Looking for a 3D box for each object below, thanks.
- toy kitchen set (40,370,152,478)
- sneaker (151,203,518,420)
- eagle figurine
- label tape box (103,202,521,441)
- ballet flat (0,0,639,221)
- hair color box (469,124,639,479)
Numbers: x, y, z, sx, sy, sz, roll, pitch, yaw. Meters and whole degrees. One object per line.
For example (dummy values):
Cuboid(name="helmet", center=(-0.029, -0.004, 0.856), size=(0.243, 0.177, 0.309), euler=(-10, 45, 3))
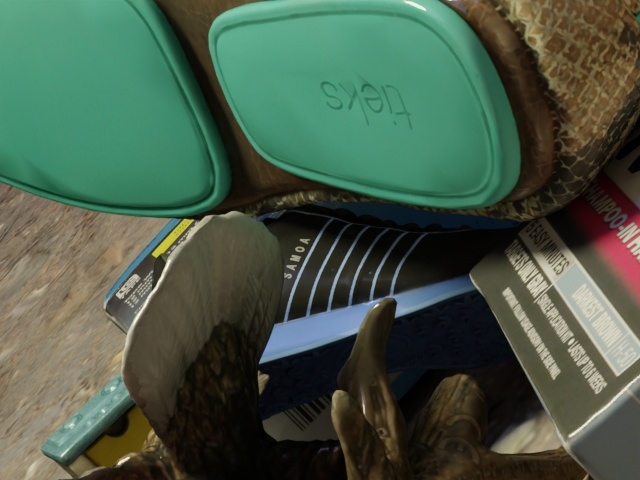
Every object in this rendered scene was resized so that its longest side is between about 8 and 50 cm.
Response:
Cuboid(name="toy kitchen set", center=(-0.126, 0.140, 1.031), size=(0.166, 0.122, 0.207), euler=(-43, 23, -19))
Cuboid(name="sneaker", center=(0.027, 0.018, 0.879), size=(0.232, 0.081, 0.090), euler=(-14, 58, 1))
Cuboid(name="eagle figurine", center=(-0.062, 0.152, 0.766), size=(0.298, 0.226, 0.225), euler=(-26, 45, 37))
Cuboid(name="label tape box", center=(0.000, 0.000, 1.110), size=(0.249, 0.115, 0.347), euler=(-47, 12, -6))
Cuboid(name="ballet flat", center=(-0.015, -0.097, 0.854), size=(0.182, 0.164, 0.483), euler=(-35, 25, -33))
Cuboid(name="hair color box", center=(0.239, -0.050, 0.644), size=(0.374, 0.113, 0.185), euler=(-42, 16, 7))
